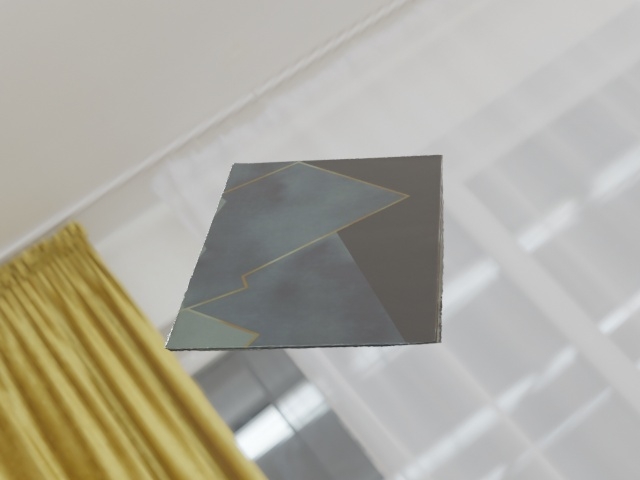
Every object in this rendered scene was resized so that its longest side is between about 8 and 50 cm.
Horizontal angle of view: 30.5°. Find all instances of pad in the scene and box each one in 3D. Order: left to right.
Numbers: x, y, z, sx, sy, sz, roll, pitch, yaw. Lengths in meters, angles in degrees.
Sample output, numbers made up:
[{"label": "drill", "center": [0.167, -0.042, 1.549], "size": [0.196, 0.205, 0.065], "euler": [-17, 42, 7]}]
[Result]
[{"label": "pad", "center": [0.000, 0.000, 0.777], "size": [0.163, 0.243, 0.004], "euler": [-2, -59, 8]}]
